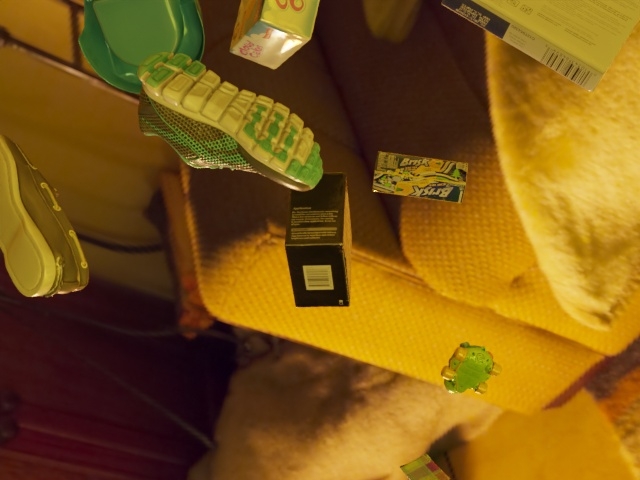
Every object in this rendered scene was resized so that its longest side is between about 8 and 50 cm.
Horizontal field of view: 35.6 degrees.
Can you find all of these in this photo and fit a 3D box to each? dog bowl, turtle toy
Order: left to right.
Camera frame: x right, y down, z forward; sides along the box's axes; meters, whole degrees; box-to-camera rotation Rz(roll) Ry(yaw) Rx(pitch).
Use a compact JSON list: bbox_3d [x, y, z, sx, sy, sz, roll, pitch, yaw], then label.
[{"bbox_3d":[-0.244,-0.338,1.274,0.166,0.297,0.074,-11,28,12],"label":"dog bowl"},{"bbox_3d":[0.273,0.241,1.860,0.130,0.095,0.066,-60,9,30],"label":"turtle toy"}]

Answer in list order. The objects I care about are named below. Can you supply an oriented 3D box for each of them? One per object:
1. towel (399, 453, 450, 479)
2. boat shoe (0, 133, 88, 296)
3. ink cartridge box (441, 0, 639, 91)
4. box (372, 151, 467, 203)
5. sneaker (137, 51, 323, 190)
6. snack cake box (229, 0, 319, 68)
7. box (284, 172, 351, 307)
[{"bbox_3d":[0.187,0.418,1.791,0.060,0.083,0.009,-33,28,19],"label":"towel"},{"bbox_3d":[-0.439,-0.042,1.497,0.109,0.091,0.305,-48,59,29],"label":"boat shoe"},{"bbox_3d":[0.440,-0.469,1.871,0.330,0.324,0.071,-51,-10,-34],"label":"ink cartridge box"},{"bbox_3d":[0.184,-0.117,1.840,0.059,0.169,0.054,93,-173,-52],"label":"box"},{"bbox_3d":[-0.076,-0.084,0.805,0.065,0.167,0.076,-56,-2,-43],"label":"sneaker"},{"bbox_3d":[-0.056,-0.425,1.584,0.152,0.089,0.264,-19,56,63],"label":"snack cake box"},{"bbox_3d":[0.000,0.000,1.592,0.156,0.093,0.158,83,-172,-47],"label":"box"}]
